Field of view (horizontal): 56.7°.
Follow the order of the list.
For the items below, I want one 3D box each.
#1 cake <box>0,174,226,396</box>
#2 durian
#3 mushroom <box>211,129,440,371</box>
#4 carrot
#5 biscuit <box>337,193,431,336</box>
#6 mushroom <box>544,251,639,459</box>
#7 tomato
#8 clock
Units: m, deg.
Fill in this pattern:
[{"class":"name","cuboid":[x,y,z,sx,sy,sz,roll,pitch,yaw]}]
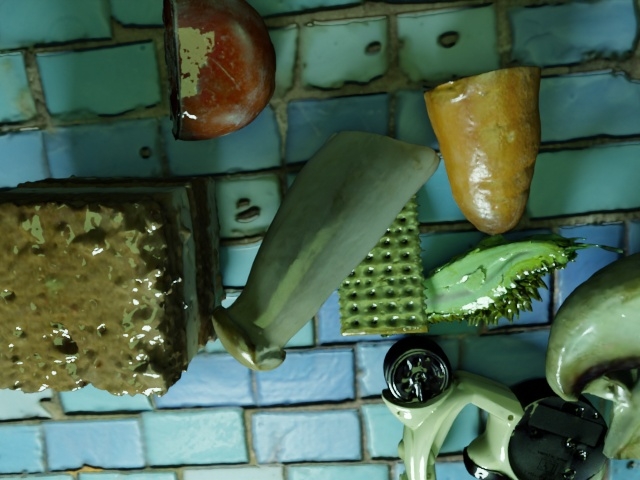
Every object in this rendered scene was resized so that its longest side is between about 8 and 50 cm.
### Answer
[{"class":"cake","cuboid":[-0.292,0.042,0.825,0.282,0.290,0.255,1,101,4]},{"class":"durian","cuboid":[0.249,0.064,0.878,0.375,0.107,0.132,-29,75,31]},{"class":"mushroom","cuboid":[-0.005,-0.008,0.841,0.154,0.137,0.407,40,80,-6]},{"class":"carrot","cuboid":[0.230,-0.116,0.824,0.159,0.159,0.225,-6,101,5]},{"class":"biscuit","cuboid":[0.089,0.026,0.897,0.139,0.016,0.231,-4,81,8]},{"class":"mushroom","cuboid":[0.424,0.130,0.841,0.212,0.217,0.292,5,113,12]},{"class":"tomato","cuboid":[-0.140,-0.247,0.832,0.155,0.181,0.214,-2,110,-14]},{"class":"clock","cuboid":[0.259,0.323,0.943,0.379,0.120,0.276,16,99,0]}]
